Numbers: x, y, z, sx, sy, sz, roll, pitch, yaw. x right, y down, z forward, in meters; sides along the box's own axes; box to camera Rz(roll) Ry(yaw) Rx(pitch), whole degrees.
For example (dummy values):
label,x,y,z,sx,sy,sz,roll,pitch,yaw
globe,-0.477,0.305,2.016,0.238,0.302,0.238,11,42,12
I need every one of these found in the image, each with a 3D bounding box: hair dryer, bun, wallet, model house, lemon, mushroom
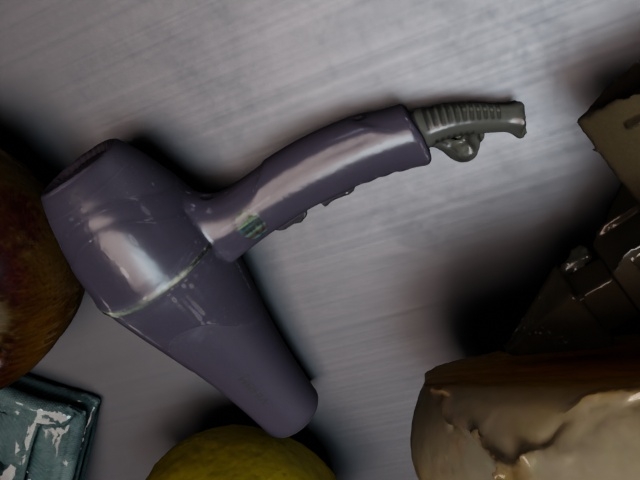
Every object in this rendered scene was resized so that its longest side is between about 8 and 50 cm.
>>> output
label,x,y,z,sx,sy,sz,roll,pitch,yaw
hair dryer,0.000,0.000,0.481,0.361,0.121,0.301,-28,117,16
bun,0.207,0.154,0.391,0.298,0.299,0.165,-10,82,15
wallet,-0.432,0.231,0.656,0.342,0.075,0.237,19,103,0
model house,0.210,-0.007,0.381,0.248,0.181,0.176,-38,102,19
lemon,-0.077,0.273,0.576,0.244,0.187,0.187,3,117,12
mushroom,-0.320,0.017,0.506,0.253,0.153,0.253,7,118,13
